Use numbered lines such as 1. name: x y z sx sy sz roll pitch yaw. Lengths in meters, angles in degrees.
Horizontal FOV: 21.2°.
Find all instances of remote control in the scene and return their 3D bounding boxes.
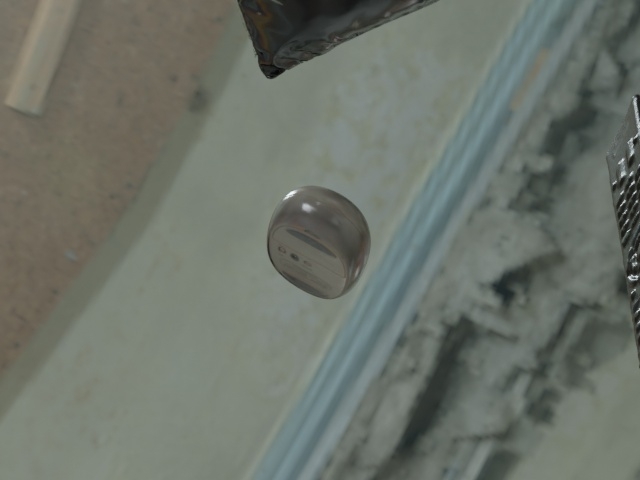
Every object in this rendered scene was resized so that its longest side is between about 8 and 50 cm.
1. remote control: 0.217 -0.009 1.131 0.245 0.025 0.063 -86 7 -52

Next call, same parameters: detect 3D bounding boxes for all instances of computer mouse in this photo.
1. computer mouse: 0.001 -0.002 1.058 0.039 0.066 0.096 -57 -9 -25

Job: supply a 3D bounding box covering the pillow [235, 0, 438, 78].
1. pillow: 0.007 -0.164 0.672 0.141 0.055 0.208 -21 -45 -1
